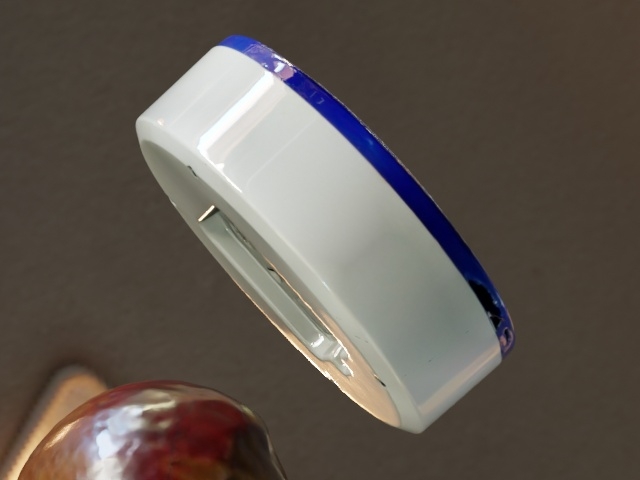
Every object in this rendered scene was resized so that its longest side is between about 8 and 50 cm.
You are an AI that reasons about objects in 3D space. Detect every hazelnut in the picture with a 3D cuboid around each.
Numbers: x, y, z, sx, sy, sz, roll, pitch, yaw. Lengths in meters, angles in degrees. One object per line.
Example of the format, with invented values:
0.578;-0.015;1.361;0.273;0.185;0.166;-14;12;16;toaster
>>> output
-0.090;0.184;1.168;0.170;0.160;0.201;-1;-105;-34;hazelnut

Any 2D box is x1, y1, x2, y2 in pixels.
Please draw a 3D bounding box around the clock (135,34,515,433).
0.000;0.000;1.044;0.083;0.230;0.230;-44;-62;-8;clock
